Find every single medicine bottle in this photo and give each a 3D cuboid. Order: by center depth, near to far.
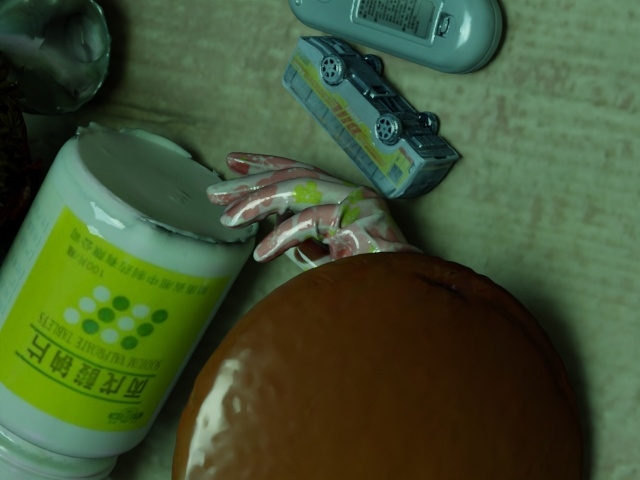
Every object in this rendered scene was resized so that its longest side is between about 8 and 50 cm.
[{"bbox_3d":[-0.234,0.089,1.634,0.213,0.213,0.378,44,116,30],"label":"medicine bottle"}]

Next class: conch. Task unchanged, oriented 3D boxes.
[{"bbox_3d":[-0.316,-0.272,1.733,0.220,0.195,0.277,8,71,15],"label":"conch"}]

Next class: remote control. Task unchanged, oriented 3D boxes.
[{"bbox_3d":[0.062,-0.218,1.503,0.244,0.047,0.087,23,108,38],"label":"remote control"}]

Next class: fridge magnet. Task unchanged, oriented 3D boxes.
[{"bbox_3d":[0.049,0.187,1.348,0.155,0.363,0.363,-158,74,-68],"label":"fridge magnet"}]

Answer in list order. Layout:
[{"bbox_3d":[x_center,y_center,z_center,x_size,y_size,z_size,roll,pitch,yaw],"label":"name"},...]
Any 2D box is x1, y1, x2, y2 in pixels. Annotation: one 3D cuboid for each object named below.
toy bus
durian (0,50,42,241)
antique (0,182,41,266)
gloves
[{"bbox_3d":[0.042,-0.117,1.509,0.190,0.064,0.075,50,124,27],"label":"toy bus"},{"bbox_3d":[-0.441,-0.071,1.596,0.347,0.347,0.384,43,129,30],"label":"durian"},{"bbox_3d":[-0.349,-0.021,1.805,0.183,0.086,0.088,41,114,31],"label":"antique"},{"bbox_3d":[0.008,-0.008,1.495,0.126,0.145,0.241,-43,76,15],"label":"gloves"}]
